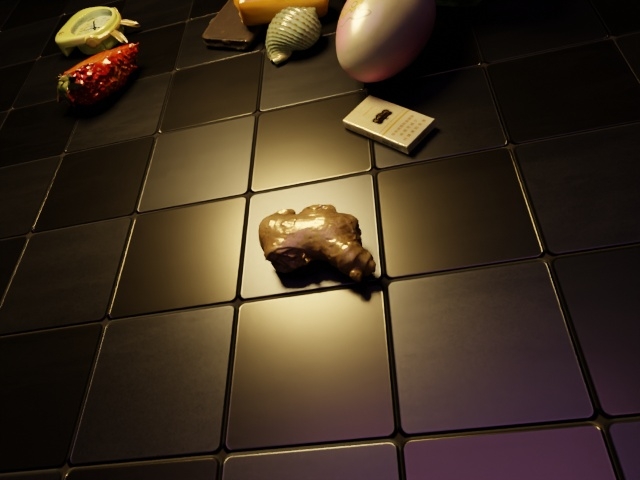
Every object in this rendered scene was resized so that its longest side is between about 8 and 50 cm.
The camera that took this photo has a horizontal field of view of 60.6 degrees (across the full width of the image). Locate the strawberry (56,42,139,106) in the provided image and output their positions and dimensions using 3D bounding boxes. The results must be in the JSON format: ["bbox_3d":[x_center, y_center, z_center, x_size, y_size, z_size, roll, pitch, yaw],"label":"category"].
[{"bbox_3d":[-0.572,-0.430,1.431,0.174,0.098,0.228,4,40,40],"label":"strawberry"}]

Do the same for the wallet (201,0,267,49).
[{"bbox_3d":[-0.189,-0.628,1.493,0.165,0.042,0.310,13,59,24],"label":"wallet"}]

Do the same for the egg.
[{"bbox_3d":[0.130,-0.447,1.147,0.196,0.196,0.271,29,62,34],"label":"egg"}]

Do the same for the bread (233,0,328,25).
[{"bbox_3d":[-0.097,-0.590,1.386,0.239,0.074,0.093,-7,26,-4],"label":"bread"}]

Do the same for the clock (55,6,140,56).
[{"bbox_3d":[-0.653,-0.618,1.618,0.231,0.069,0.170,7,55,21],"label":"clock"}]

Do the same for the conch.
[{"bbox_3d":[-0.074,-0.511,1.329,0.153,0.102,0.135,-29,35,-5],"label":"conch"}]

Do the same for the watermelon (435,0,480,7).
[{"bbox_3d":[0.252,-0.681,1.172,0.228,0.387,0.258,14,70,40],"label":"watermelon"}]

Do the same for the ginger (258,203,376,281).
[{"bbox_3d":[0.000,-0.004,0.917,0.213,0.074,0.138,5,64,26],"label":"ginger"}]

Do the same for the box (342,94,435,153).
[{"bbox_3d":[0.134,-0.233,1.086,0.167,0.024,0.090,31,67,35],"label":"box"}]
